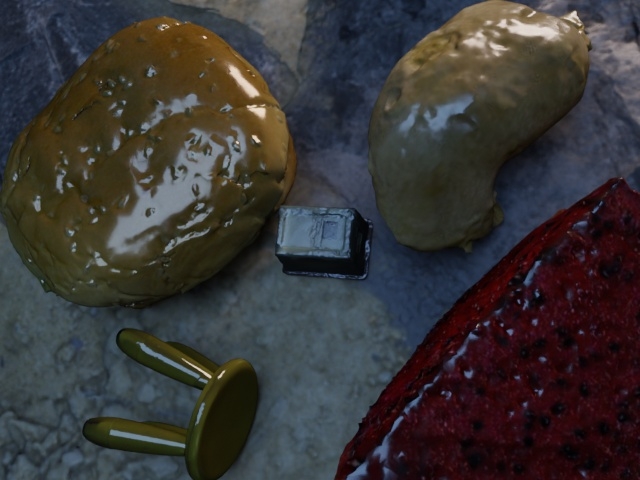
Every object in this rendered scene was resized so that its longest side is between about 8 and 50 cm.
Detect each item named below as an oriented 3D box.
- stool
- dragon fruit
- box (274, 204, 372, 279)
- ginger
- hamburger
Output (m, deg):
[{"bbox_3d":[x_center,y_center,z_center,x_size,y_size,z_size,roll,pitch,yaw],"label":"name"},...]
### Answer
[{"bbox_3d":[-0.127,0.146,0.707,0.110,0.135,0.134,16,35,20],"label":"stool"},{"bbox_3d":[0.172,0.133,0.630,0.317,0.152,0.205,-44,90,-10],"label":"dragon fruit"},{"bbox_3d":[0.000,0.000,0.739,0.084,0.063,0.060,3,77,16],"label":"box"},{"bbox_3d":[0.132,-0.115,0.702,0.267,0.152,0.138,-55,41,1],"label":"ginger"},{"bbox_3d":[-0.168,-0.069,0.760,0.259,0.144,0.283,44,94,17],"label":"hamburger"}]
